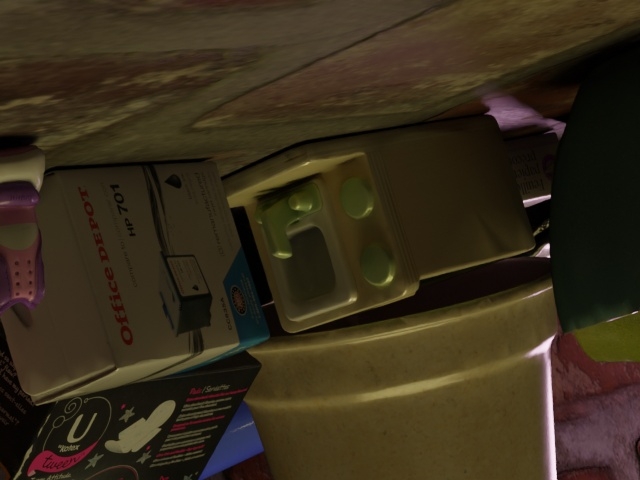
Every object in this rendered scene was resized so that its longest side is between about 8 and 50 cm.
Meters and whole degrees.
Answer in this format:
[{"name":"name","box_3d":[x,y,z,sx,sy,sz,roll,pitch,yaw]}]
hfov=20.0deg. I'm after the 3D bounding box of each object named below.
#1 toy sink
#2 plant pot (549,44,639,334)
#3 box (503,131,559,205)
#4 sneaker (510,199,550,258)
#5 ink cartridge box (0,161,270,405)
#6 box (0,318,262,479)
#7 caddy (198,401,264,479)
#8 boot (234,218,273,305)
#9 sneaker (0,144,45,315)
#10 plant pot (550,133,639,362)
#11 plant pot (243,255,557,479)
[{"name":"toy sink","box_3d":[0.036,-0.009,1.479,0.234,0.131,0.152,-12,173,-46]},{"name":"plant pot","box_3d":[0.302,-0.060,1.424,0.290,0.195,0.290,-16,175,-1]},{"name":"box","box_3d":[0.104,-0.045,1.701,0.324,0.063,0.067,-13,175,-40]},{"name":"sneaker","box_3d":[0.312,-0.026,1.990,0.447,0.169,0.257,-14,177,0]},{"name":"ink cartridge box","box_3d":[-0.132,0.025,1.236,0.082,0.140,0.190,-21,174,28]},{"name":"box","box_3d":[-0.192,0.107,1.360,0.247,0.163,0.142,1,124,-58]},{"name":"caddy","box_3d":[-0.165,0.149,1.966,0.179,0.241,0.341,-22,176,-16]},{"name":"boot","box_3d":[-0.001,-0.002,1.758,0.178,0.085,0.236,-19,178,-11]},{"name":"sneaker","box_3d":[-0.243,0.023,1.074,0.236,0.105,0.095,-20,176,41]},{"name":"plant pot","box_3d":[0.415,-0.012,1.710,0.353,0.367,0.366,-7,179,22]},{"name":"plant pot","box_3d":[0.086,0.198,1.644,0.333,0.306,0.334,-12,-175,1]}]
